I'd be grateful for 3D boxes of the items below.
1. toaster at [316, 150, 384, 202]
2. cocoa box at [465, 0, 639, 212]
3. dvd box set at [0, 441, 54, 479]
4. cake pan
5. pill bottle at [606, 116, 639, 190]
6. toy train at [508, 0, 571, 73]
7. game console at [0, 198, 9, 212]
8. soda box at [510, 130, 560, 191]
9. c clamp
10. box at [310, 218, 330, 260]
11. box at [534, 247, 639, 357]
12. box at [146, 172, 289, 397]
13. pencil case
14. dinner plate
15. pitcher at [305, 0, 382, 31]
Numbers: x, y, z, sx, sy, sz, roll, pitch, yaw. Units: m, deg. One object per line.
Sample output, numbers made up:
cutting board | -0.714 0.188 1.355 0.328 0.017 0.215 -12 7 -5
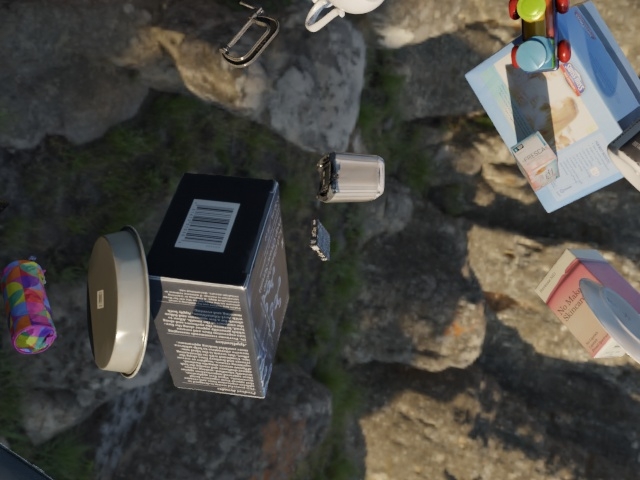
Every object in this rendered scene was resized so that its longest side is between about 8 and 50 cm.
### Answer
toaster | 0.078 -0.165 1.882 0.227 0.147 0.129 162 -72 -79
cocoa box | 0.515 -0.277 1.496 0.228 0.231 0.347 -30 89 -45
dvd box set | -0.673 0.447 1.333 0.308 0.420 0.062 43 43 -18
cake pan | -0.392 0.116 1.377 0.054 0.293 0.293 1 101 -30
pill bottle | 0.590 -0.184 1.139 0.246 0.130 0.130 -43 168 10
toy train | 0.377 -0.418 1.268 0.143 0.105 0.247 -34 121 -62
game console | -0.601 -0.088 0.927 0.213 0.362 0.043 -176 -78 -77
soda box | 0.401 -0.144 1.340 0.063 0.058 0.183 60 14 16
c clamp | -0.156 -0.430 1.522 0.160 0.137 0.022 -58 150 -17
box | 0.000 0.000 1.638 0.083 0.018 0.067 51 36 -57
box | 0.658 0.148 1.732 0.127 0.232 0.148 3 128 -36
box | -0.204 0.102 1.539 0.395 0.212 0.293 88 11 -48
pencil case | -0.659 0.144 1.635 0.104 0.105 0.236 82 -16 -47
dinner plate | 0.371 0.098 0.884 0.017 0.141 0.141 -47 180 26
pitcher | 0.049 -0.529 1.552 0.126 0.207 0.177 20 95 -33
